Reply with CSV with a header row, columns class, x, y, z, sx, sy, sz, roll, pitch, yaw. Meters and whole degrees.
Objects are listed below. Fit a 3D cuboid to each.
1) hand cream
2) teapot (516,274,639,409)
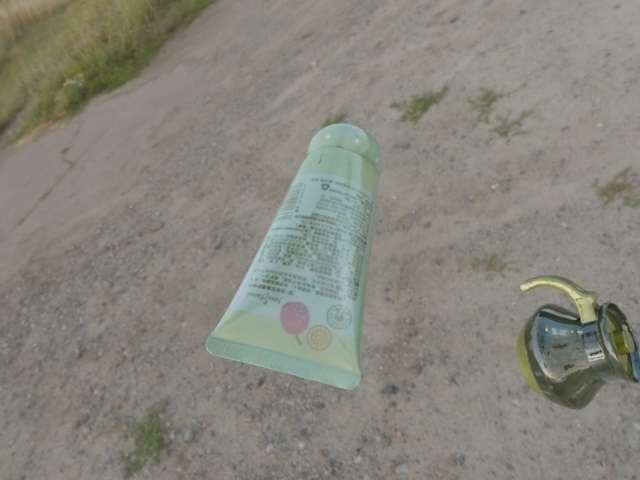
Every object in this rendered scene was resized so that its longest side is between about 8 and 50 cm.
class,x,y,z,sx,sy,sz,roll,pitch,yaw
hand cream,0.000,0.000,0.616,0.147,0.093,0.305,14,53,5
teapot,0.304,0.118,0.703,0.119,0.165,0.130,-25,-3,38
